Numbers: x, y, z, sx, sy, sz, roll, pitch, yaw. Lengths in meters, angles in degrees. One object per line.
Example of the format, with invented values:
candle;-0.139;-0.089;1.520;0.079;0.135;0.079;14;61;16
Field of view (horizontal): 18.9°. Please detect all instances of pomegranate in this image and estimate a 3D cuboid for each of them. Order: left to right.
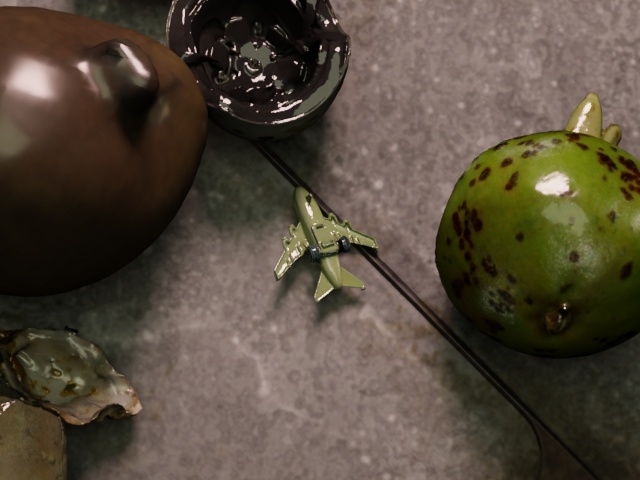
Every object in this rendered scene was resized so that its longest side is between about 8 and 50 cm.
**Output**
pomegranate;0.211;-0.013;1.676;0.211;0.211;0.263;14;44;3

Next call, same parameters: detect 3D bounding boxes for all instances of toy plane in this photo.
toy plane;0.000;0.000;1.738;0.102;0.040;0.111;-16;79;-23

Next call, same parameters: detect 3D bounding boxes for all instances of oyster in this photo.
oyster;-0.238;0.123;1.700;0.148;0.051;0.103;42;39;20

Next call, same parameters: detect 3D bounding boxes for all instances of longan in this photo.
longan;-0.235;-0.082;1.622;0.300;0.300;0.243;-31;83;-7

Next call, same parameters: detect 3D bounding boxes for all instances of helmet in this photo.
helmet;-0.054;-0.161;1.742;0.153;0.107;0.177;-27;61;-7

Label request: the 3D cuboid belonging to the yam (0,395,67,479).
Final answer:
yam;-0.292;0.256;1.622;0.161;0.161;0.268;-1;77;-1
